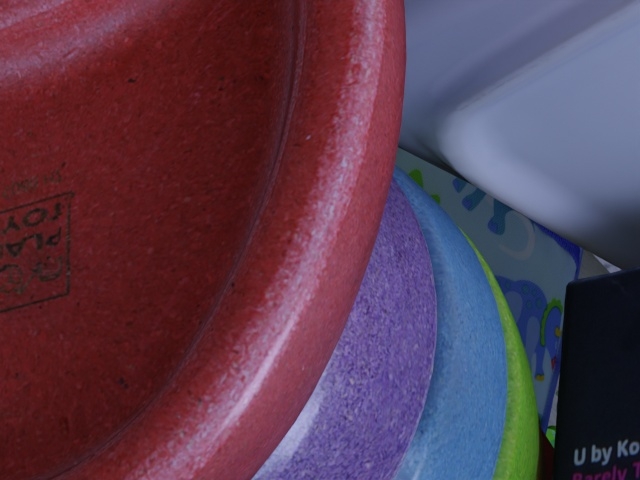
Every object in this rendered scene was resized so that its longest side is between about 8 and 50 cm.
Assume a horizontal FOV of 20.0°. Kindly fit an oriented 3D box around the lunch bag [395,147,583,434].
[{"bbox_3d":[0.000,0.000,0.659,0.219,0.090,0.176,39,56,-33],"label":"lunch bag"}]

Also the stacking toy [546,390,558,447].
[{"bbox_3d":[0.086,0.061,1.107,0.221,0.052,0.167,50,13,12],"label":"stacking toy"}]

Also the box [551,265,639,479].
[{"bbox_3d":[0.146,0.145,0.412,0.165,0.143,0.270,37,49,-40],"label":"box"}]

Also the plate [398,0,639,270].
[{"bbox_3d":[0.156,-0.027,0.436,0.277,0.045,0.278,26,-27,-23],"label":"plate"}]

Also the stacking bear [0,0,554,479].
[{"bbox_3d":[-0.010,0.057,0.478,0.289,0.175,0.164,48,32,-54],"label":"stacking bear"}]
